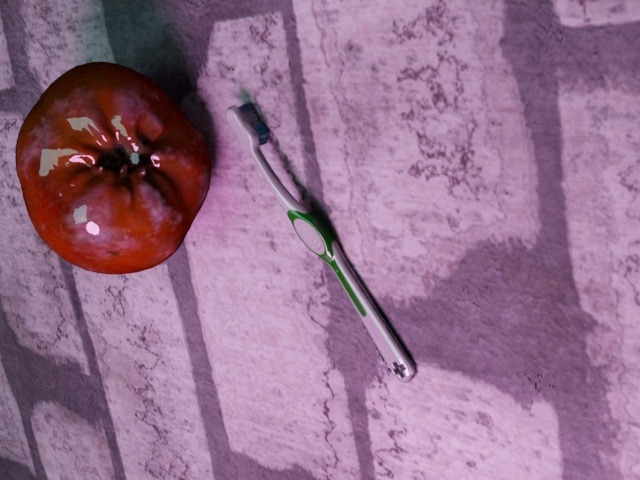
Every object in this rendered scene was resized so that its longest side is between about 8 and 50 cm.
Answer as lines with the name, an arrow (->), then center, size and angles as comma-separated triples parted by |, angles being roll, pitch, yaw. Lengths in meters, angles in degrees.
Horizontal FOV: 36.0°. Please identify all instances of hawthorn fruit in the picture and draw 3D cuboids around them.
hawthorn fruit -> -0.286, -0.089, 1.338 | 0.284, 0.284, 0.284 | 21, 122, 39

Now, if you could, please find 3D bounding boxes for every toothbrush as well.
toothbrush -> -0.003, 0.002, 1.249 | 0.042, 0.040, 0.418 | -40, 78, 45
